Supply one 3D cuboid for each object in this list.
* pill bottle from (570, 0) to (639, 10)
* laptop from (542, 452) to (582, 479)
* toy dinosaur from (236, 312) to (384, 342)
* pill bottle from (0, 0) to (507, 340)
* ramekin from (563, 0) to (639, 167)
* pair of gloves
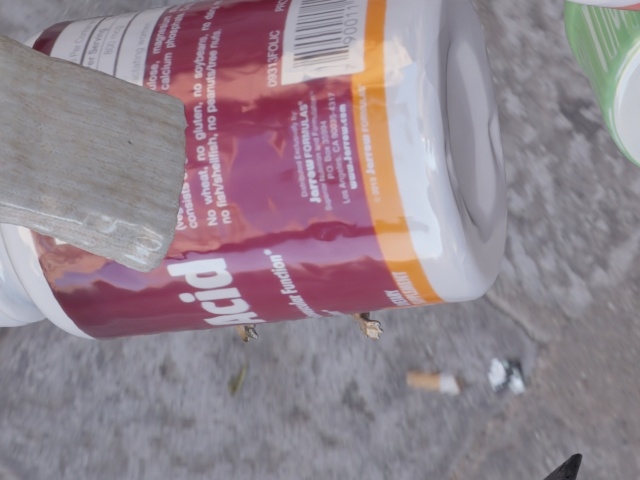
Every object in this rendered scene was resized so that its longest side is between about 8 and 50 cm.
[{"bbox_3d":[0.169,-0.126,0.551,0.221,0.124,0.124,1,106,-29],"label":"pill bottle"},{"bbox_3d":[0.204,0.387,1.838,0.136,0.234,0.264,44,114,-3],"label":"laptop"},{"bbox_3d":[0.000,0.000,1.894,0.296,0.200,0.127,-7,124,32],"label":"toy dinosaur"},{"bbox_3d":[-0.085,-0.049,1.222,0.392,0.224,0.224,-7,105,17],"label":"pill bottle"},{"bbox_3d":[0.392,-0.189,1.693,0.303,0.148,0.303,-3,138,-3],"label":"ramekin"},{"bbox_3d":[-0.149,-0.105,0.645,0.204,0.042,0.240,10,61,-32],"label":"pair of gloves"}]
